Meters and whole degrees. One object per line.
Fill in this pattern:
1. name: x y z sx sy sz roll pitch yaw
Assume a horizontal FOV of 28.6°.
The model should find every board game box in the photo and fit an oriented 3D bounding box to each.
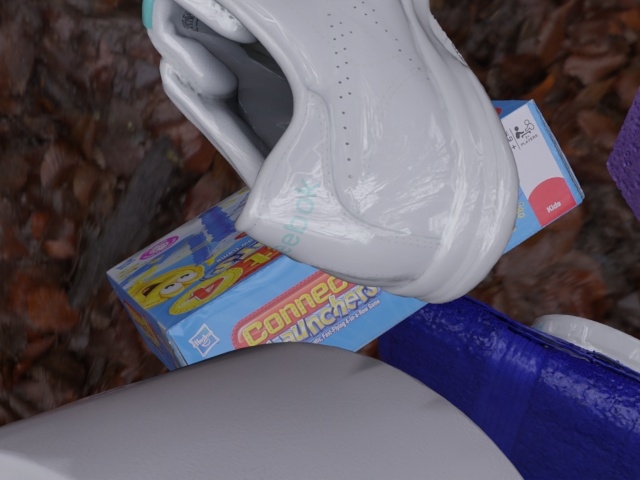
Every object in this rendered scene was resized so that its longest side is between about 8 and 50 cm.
1. board game box: 0.000 0.000 0.992 0.308 0.302 0.086 -33 104 -12

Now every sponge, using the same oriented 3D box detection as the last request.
1. sponge: 0.421 -0.131 1.555 0.031 0.210 0.117 -6 47 -17

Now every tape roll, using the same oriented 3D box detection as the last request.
1. tape roll: -0.043 0.172 0.461 0.169 0.246 0.246 -13 78 -53

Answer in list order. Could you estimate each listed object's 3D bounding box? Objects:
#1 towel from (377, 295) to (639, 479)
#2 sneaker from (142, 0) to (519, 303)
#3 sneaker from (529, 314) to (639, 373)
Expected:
1. towel: 0.192 0.154 1.130 0.308 0.227 0.076 26 56 17
2. sneaker: -0.016 -0.074 0.392 0.094 0.080 0.212 8 40 -31
3. sneaker: 0.356 0.209 1.238 0.366 0.135 0.150 21 67 1
